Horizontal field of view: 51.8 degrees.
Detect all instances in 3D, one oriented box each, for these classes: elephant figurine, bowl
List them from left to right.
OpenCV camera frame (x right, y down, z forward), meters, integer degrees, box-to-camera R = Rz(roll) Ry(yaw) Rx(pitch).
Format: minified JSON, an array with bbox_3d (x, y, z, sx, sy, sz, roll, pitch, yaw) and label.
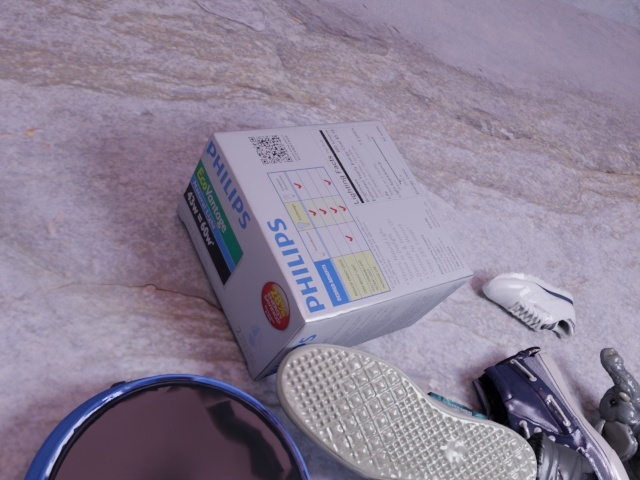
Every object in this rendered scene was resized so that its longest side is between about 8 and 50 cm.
[{"bbox_3d":[-0.180,0.355,0.840,0.392,0.077,0.390,16,54,-23],"label":"bowl"},{"bbox_3d":[0.617,0.364,1.295,0.239,0.186,0.169,41,3,39],"label":"elephant figurine"}]

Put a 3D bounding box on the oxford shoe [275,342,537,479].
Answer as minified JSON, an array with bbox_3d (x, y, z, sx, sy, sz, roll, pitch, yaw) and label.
[{"bbox_3d":[0.123,0.293,1.017,0.450,0.130,0.169,26,72,-16],"label":"oxford shoe"}]

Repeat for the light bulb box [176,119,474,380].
[{"bbox_3d":[0.000,0.000,1.142,0.361,0.225,0.357,-12,64,-36],"label":"light bulb box"}]

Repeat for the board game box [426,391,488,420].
[{"bbox_3d":[0.230,0.367,1.135,0.126,0.026,0.186,26,47,-12],"label":"board game box"}]

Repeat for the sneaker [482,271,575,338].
[{"bbox_3d":[0.452,0.139,1.410,0.235,0.090,0.094,17,59,-17],"label":"sneaker"}]

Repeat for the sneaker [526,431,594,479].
[{"bbox_3d":[0.370,0.459,1.048,0.130,0.109,0.286,21,68,-2],"label":"sneaker"}]

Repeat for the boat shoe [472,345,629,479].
[{"bbox_3d":[0.406,0.363,1.194,0.158,0.127,0.340,-7,53,-27],"label":"boat shoe"}]

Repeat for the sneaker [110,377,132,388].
[{"bbox_3d":[-0.279,0.238,0.932,0.035,0.031,0.083,-8,63,-6],"label":"sneaker"}]
